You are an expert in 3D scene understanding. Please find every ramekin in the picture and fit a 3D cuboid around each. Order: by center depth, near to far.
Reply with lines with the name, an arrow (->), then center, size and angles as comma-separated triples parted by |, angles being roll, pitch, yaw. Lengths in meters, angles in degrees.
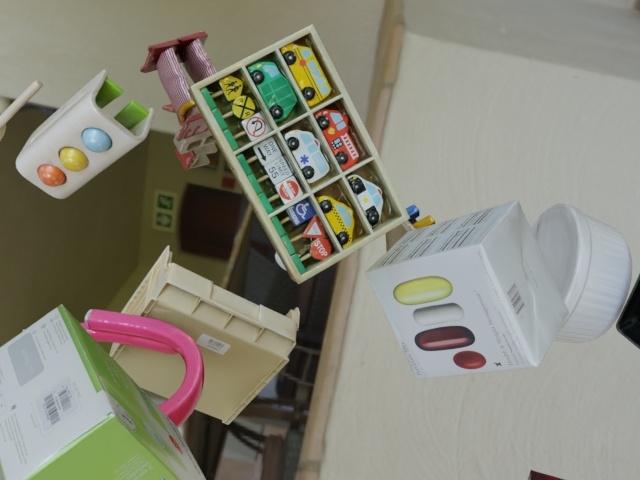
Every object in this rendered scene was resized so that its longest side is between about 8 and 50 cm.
ramekin -> 0.481, 0.073, 1.376 | 0.273, 0.127, 0.273 | -164, 90, -83

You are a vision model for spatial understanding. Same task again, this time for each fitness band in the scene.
fitness band -> -0.316, 0.198, 1.069 | 0.209, 0.290, 0.054 | -69, -16, -50

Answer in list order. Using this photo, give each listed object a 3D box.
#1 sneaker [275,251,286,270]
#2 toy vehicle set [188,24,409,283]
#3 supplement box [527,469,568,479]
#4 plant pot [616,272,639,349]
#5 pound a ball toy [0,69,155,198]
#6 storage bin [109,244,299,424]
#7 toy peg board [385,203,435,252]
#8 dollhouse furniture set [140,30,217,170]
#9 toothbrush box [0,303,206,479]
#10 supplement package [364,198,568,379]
sneaker -> 0.000, 0.000, 1.094 | 0.152, 0.054, 0.061 | -30, -6, -46
toy vehicle set -> -0.022, -0.102, 0.870 | 0.267, 0.166, 0.035 | 61, 168, -13
supplement box -> 0.468, 0.482, 1.210 | 0.130, 0.239, 0.073 | -38, -41, -70
plant pot -> 0.628, 0.109, 1.154 | 0.188, 0.166, 0.188 | 46, 146, 38
pound a ball toy -> -0.504, -0.201, 1.372 | 0.319, 0.208, 0.136 | -26, 39, 34
storage bin -> -0.210, 0.170, 1.263 | 0.260, 0.262, 0.123 | -50, 23, 32
toy peg board -> 0.190, 0.017, 1.268 | 0.161, 0.079, 0.161 | 54, 166, 32
dollhouse furniture set -> -0.343, -0.320, 1.764 | 0.201, 0.152, 0.374 | 61, 152, 5
toothbrush box -> -0.240, 0.243, 0.818 | 0.206, 0.122, 0.283 | 41, 162, 48
supplement package -> 0.213, 0.077, 1.046 | 0.149, 0.203, 0.194 | -38, -75, -46
